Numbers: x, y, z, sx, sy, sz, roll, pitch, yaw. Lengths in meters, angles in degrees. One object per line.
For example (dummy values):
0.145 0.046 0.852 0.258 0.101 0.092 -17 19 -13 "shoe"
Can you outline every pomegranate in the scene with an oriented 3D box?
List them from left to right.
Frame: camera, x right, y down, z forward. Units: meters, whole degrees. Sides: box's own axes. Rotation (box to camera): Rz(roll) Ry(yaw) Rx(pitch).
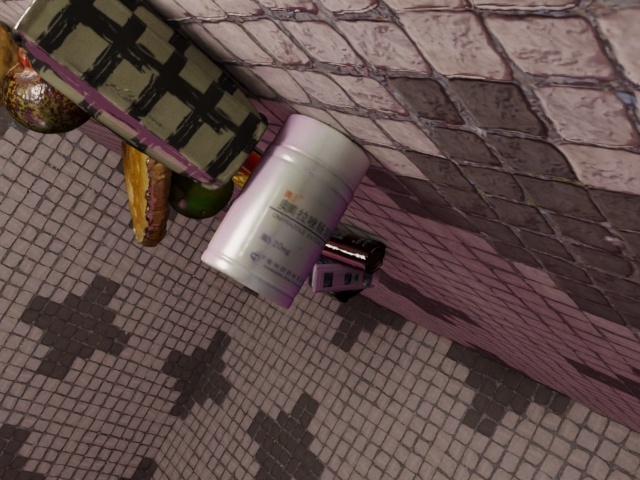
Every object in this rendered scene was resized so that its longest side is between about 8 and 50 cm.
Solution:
-0.636 -0.373 1.362 0.214 0.214 0.247 27 135 27 "pomegranate"

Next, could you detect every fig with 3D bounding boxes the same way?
-0.337 -0.146 1.592 0.181 0.181 0.191 29 -159 8 "fig"

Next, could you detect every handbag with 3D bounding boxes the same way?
-0.274 -0.237 0.874 0.325 0.162 0.327 37 179 -28 "handbag"

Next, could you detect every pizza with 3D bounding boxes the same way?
-0.464 -0.158 1.561 0.080 0.391 0.435 -9 -162 -24 "pizza"

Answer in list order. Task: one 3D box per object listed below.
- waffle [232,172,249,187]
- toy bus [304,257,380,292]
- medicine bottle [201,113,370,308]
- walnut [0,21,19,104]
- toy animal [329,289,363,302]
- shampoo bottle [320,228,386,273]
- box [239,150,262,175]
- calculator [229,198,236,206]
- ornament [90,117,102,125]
-0.147 -0.134 1.503 0.291 0.051 0.291 32 174 4 "waffle"
0.058 0.079 1.555 0.199 0.096 0.108 -3 -157 -20 "toy bus"
-0.049 -0.043 0.871 0.152 0.254 0.152 30 174 4 "medicine bottle"
-0.851 -0.450 1.456 0.225 0.257 0.257 -7 160 18 "walnut"
0.026 0.057 1.699 0.235 0.165 0.187 35 167 -26 "toy animal"
0.000 0.000 1.506 0.323 0.084 0.129 18 -163 24 "shampoo bottle"
-0.209 -0.204 1.245 0.112 0.048 0.175 25 173 46 "box"
-0.275 -0.114 2.249 0.121 0.039 0.210 35 172 -25 "calculator"
-0.771 -0.448 1.785 0.245 0.061 0.230 25 170 16 "ornament"
